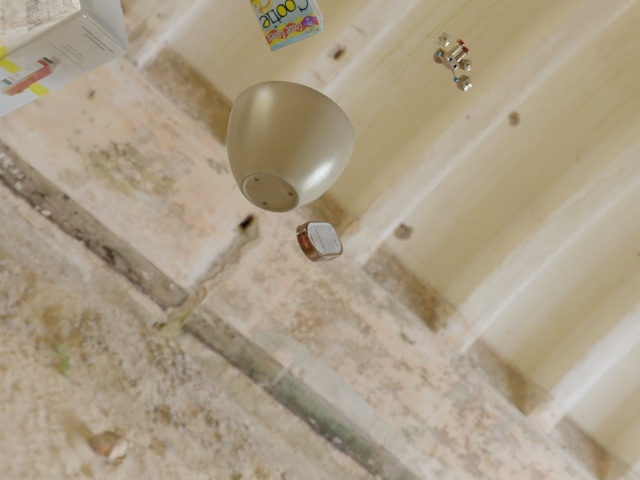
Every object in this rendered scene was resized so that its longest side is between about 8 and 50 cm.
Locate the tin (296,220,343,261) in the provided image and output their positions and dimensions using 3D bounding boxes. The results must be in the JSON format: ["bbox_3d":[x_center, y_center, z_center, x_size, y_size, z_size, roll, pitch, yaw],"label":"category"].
[{"bbox_3d":[0.000,0.000,1.936,0.190,0.040,0.106,-4,65,-64],"label":"tin"}]

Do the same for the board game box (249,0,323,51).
[{"bbox_3d":[-0.110,-0.638,1.848,0.144,0.142,0.275,-88,156,-59],"label":"board game box"}]

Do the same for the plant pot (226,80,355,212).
[{"bbox_3d":[-0.083,-0.173,1.601,0.284,0.190,0.284,11,-35,8],"label":"plant pot"}]

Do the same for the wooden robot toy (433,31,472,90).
[{"bbox_3d":[0.315,-0.449,1.825,0.173,0.076,0.079,45,-5,-39],"label":"wooden robot toy"}]

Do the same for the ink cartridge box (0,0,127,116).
[{"bbox_3d":[-0.641,-0.480,1.645,0.160,0.385,0.279,38,34,-61],"label":"ink cartridge box"}]
